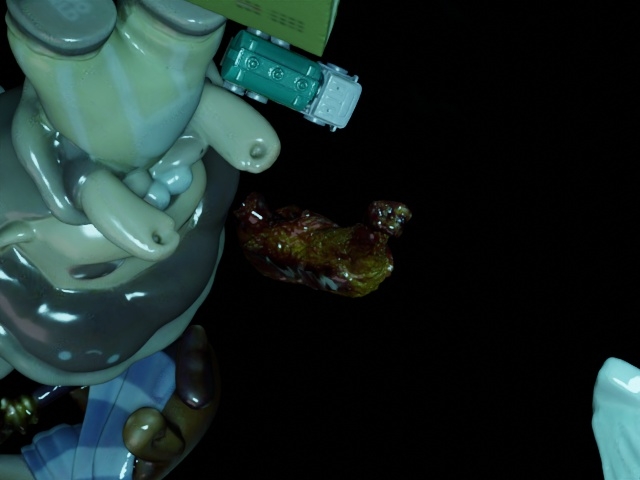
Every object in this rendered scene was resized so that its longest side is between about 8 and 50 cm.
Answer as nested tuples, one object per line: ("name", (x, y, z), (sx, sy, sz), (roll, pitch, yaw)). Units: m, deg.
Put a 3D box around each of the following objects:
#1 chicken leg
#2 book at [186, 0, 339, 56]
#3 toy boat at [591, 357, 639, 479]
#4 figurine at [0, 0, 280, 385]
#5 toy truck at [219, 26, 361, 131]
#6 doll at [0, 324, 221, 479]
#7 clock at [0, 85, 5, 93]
("chicken leg", (0.003, 0.004, 1.106), (0.089, 0.048, 0.219), (46, 160, -28))
("book", (-0.092, -0.196, 0.719), (0.239, 0.035, 0.352), (22, 167, 2))
("toy boat", (0.276, 0.172, 0.919), (0.290, 0.100, 0.199), (29, 158, 21))
("figurine", (-0.152, -0.046, 1.041), (0.203, 0.248, 0.380), (45, 150, 11))
("toy truck", (-0.017, -0.091, 0.903), (0.083, 0.039, 0.044), (22, -173, -22))
("doll", (-0.248, 0.206, 1.618), (0.209, 0.340, 0.318), (42, 173, -18))
("clock", (-0.288, -0.066, 1.407), (0.166, 0.093, 0.162), (47, 156, -19))
